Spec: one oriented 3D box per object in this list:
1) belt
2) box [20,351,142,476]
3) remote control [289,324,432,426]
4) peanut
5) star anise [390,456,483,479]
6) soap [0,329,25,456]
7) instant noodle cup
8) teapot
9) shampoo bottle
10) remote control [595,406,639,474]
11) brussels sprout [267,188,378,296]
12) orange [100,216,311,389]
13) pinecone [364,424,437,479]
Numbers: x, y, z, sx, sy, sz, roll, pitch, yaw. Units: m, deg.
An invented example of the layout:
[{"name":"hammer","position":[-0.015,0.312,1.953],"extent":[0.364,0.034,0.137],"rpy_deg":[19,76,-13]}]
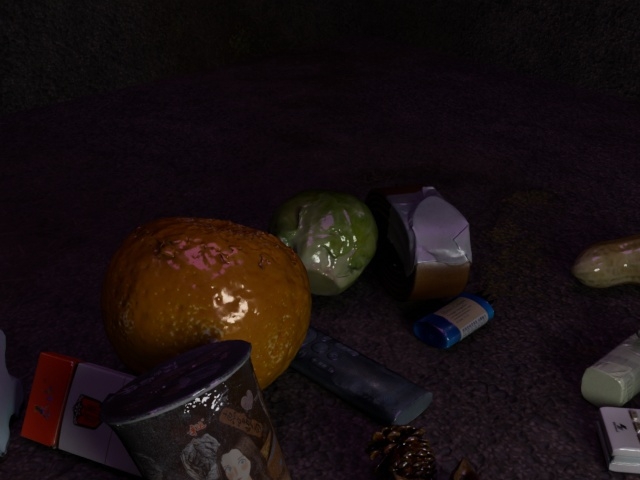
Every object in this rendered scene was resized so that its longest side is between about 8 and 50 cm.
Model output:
[{"name":"belt","position":[0.190,0.001,1.669],"extent":[0.122,0.217,0.338],"rpy_deg":[-5,22,-13]},{"name":"box","position":[-0.331,0.261,1.245],"extent":[0.245,0.139,0.035],"rpy_deg":[13,-2,19]},{"name":"remote control","position":[0.015,0.212,1.447],"extent":[0.378,0.044,0.107],"rpy_deg":[25,32,38]},{"name":"peanut","position":[0.635,0.045,1.725],"extent":[0.237,0.110,0.120],"rpy_deg":[-8,42,-14]},{"name":"star anise","position":[0.196,0.382,1.075],"extent":[0.214,0.098,0.220],"rpy_deg":[9,26,-15]},{"name":"soap","position":[-0.665,0.211,1.300],"extent":[0.446,0.156,0.261],"rpy_deg":[19,32,29]},{"name":"instant noodle cup","position":[-0.153,0.269,1.098],"extent":[0.218,0.207,0.217],"rpy_deg":[-22,10,4]},{"name":"teapot","position":[0.533,0.202,1.418],"extent":[0.200,0.107,0.077],"rpy_deg":[-22,33,-39]},{"name":"shampoo bottle","position":[0.264,0.146,1.575],"extent":[0.087,0.050,0.183],"rpy_deg":[21,33,39]},{"name":"remote control","position":[0.574,0.311,1.264],"extent":[0.277,0.055,0.103],"rpy_deg":[3,28,5]},{"name":"brussels sprout","position":[0.000,0.000,1.691],"extent":[0.244,0.244,0.244],"rpy_deg":[1,27,-1]},{"name":"orange","position":[-0.186,0.115,1.345],"extent":[0.341,0.293,0.340],"rpy_deg":[10,7,-1]},{"name":"pinecone","position":[0.122,0.314,1.195],"extent":[0.102,0.102,0.109],"rpy_deg":[-16,36,-30]}]
